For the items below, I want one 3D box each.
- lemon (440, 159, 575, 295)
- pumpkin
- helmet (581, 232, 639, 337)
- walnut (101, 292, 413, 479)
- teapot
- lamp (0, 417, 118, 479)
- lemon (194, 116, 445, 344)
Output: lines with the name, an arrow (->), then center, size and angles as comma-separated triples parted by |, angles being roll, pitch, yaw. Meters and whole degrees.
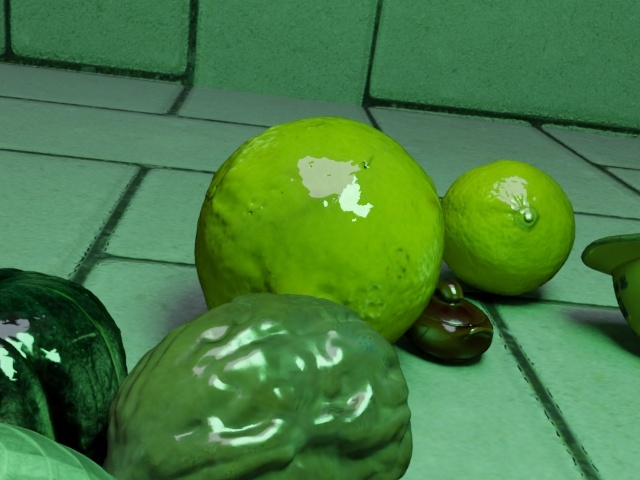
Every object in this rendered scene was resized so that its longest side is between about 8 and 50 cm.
lemon -> 0.238, -0.017, 1.161 | 0.179, 0.178, 0.203 | 6, -8, -5
pumpkin -> -0.238, 0.104, 0.609 | 0.221, 0.161, 0.220 | 2, 7, 0
helmet -> 0.432, 0.076, 1.020 | 0.257, 0.140, 0.205 | -1, -17, 8
walnut -> -0.043, 0.125, 0.600 | 0.230, 0.178, 0.178 | -15, 28, -41
teapot -> 0.139, 0.082, 0.974 | 0.098, 0.078, 0.129 | 1, 19, -21
lamp -> -0.143, 0.173, 0.318 | 0.233, 0.233, 0.265 | 10, 13, 6
lemon -> 0.000, 0.001, 0.900 | 0.261, 0.260, 0.284 | 16, 18, 26
